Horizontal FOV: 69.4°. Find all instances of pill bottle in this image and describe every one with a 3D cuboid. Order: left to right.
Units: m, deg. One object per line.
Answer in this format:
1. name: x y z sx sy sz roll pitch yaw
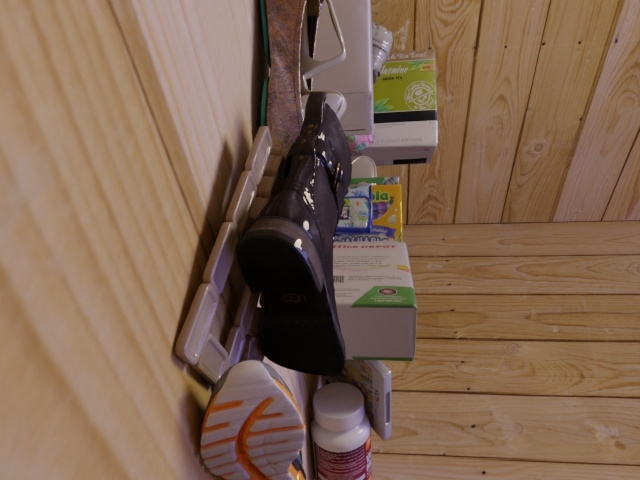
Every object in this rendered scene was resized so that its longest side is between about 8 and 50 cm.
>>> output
1. pill bottle: 0.042 0.409 0.940 0.121 0.121 0.220 -74 162 -66

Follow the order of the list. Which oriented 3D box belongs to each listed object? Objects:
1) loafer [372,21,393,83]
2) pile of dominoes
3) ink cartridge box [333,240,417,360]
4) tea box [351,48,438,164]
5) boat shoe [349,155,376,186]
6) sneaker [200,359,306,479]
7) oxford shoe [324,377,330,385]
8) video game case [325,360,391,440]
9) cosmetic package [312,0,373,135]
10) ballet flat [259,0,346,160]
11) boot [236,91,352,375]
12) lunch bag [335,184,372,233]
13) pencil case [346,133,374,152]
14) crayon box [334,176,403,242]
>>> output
1. loafer: 0.067 -0.380 1.074 0.319 0.112 0.111 156 -51 -75
2. pile of dominoes: -0.079 0.027 0.469 0.195 0.040 0.251 79 20 -55
3. ink cartridge box: 0.073 0.104 0.898 0.278 0.202 0.116 -74 163 -68
4. tea box: 0.213 -0.432 1.553 0.220 0.330 0.323 42 46 -79
5. boat shoe: 0.083 -0.083 1.344 0.095 0.112 0.334 126 -22 -74
6. sneaker: -0.056 0.171 0.419 0.083 0.084 0.214 -100 -173 -50
7. oxford shoe: 0.060 0.380 1.216 0.146 0.141 0.396 -41 143 -39
8. video game case: 0.063 0.273 0.958 0.227 0.026 0.206 37 -37 44
9. cosmetic package: 0.023 -0.323 0.811 0.225 0.138 0.223 34 56 -83
10. ballet flat: -0.021 -0.204 0.578 0.107 0.106 0.315 -26 115 -82
11. boot: 0.000 0.000 0.514 0.228 0.091 0.262 -72 161 -45
12. lunch bag: 0.060 -0.066 1.101 0.151 0.129 0.096 -79 165 -51
13. pencil case: 0.086 -0.389 1.314 0.284 0.124 0.124 76 15 -48
14. crayon box: 0.111 -0.030 1.210 0.083 0.203 0.322 64 26 -73
